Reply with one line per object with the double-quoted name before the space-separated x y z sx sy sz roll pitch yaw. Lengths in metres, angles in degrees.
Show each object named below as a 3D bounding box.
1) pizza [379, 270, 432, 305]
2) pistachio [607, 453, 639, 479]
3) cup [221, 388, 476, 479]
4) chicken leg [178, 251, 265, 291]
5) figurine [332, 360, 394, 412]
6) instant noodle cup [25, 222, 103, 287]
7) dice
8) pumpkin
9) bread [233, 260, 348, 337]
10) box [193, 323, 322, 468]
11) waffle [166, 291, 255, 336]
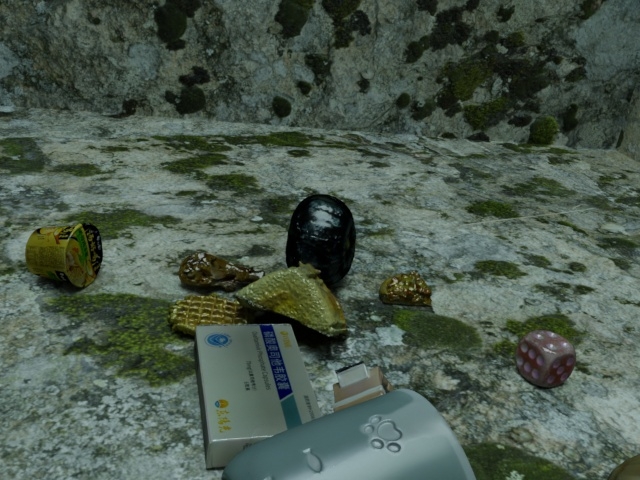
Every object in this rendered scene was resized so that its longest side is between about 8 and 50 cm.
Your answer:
"pizza" 0.226 0.120 1.724 0.134 0.046 0.175 18 26 21
"pistachio" 0.552 0.421 1.033 0.288 0.166 0.197 7 48 -11
"cup" 0.044 0.397 0.859 0.275 0.259 0.356 -13 65 -20
"chicken leg" -0.233 0.078 1.634 0.208 0.085 0.101 8 -11 -16
"figurine" 0.087 0.325 1.157 0.163 0.141 0.236 -22 29 3
"instant noodle cup" -0.592 0.031 1.570 0.122 0.151 0.151 2 22 15
"dice" 0.480 0.252 1.456 0.091 0.094 0.093 -2 25 -29
"pumpkin" 0.000 0.000 1.692 0.163 0.232 0.233 7 24 12
"bread" -0.050 0.113 1.485 0.252 0.132 0.174 18 2 18
"box" -0.124 0.271 1.261 0.200 0.065 0.343 0 25 -15
"waffle" -0.238 0.166 1.491 0.191 0.038 0.191 7 25 -3
